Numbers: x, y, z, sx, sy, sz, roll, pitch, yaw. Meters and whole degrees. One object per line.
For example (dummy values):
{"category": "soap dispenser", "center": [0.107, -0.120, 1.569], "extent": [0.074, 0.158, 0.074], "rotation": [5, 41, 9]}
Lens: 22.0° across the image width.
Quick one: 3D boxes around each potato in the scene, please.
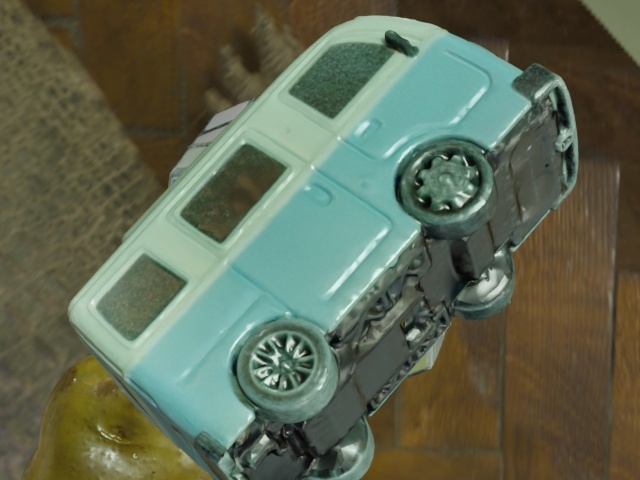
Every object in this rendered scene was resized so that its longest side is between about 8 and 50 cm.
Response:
{"category": "potato", "center": [-0.213, 0.290, 1.723], "extent": [0.195, 0.176, 0.369], "rotation": [15, 87, -40]}

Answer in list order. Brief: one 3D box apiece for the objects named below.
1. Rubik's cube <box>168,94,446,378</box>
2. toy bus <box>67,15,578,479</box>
{"category": "Rubik's cube", "center": [0.000, 0.000, 1.560], "extent": [0.319, 0.319, 0.264], "rotation": [37, 93, -4]}
{"category": "toy bus", "center": [0.002, 0.002, 0.895], "extent": [0.165, 0.133, 0.271], "rotation": [36, 75, 26]}
